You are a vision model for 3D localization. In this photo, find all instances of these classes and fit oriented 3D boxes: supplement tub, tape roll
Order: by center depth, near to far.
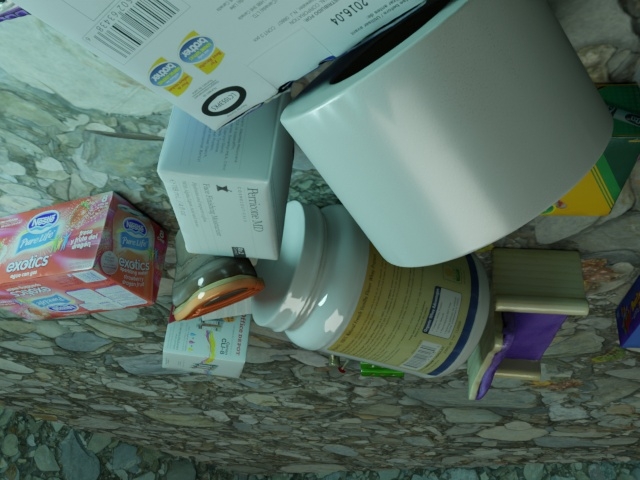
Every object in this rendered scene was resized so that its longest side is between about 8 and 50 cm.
[{"bbox_3d":[0.109,-0.116,0.588,0.246,0.246,0.169,-23,112,41],"label":"tape roll"},{"bbox_3d":[0.073,0.075,1.007,0.316,0.228,0.228,18,149,-22],"label":"supplement tub"}]

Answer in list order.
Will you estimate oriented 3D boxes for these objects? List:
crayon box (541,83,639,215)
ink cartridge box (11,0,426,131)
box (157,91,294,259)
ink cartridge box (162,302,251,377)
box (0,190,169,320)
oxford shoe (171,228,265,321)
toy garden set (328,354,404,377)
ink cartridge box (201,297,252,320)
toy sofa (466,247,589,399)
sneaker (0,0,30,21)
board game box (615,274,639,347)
[{"bbox_3d":[0.230,-0.107,0.801,0.278,0.081,0.165,1,151,8],"label":"crayon box"},{"bbox_3d":[-0.095,-0.253,0.517,0.270,0.151,0.395,-21,141,40],"label":"ink cartridge box"},{"bbox_3d":[-0.100,-0.098,0.767,0.119,0.182,0.181,4,151,3],"label":"box"},{"bbox_3d":[-0.247,0.214,1.419,0.176,0.128,0.127,10,151,-10],"label":"ink cartridge box"},{"bbox_3d":[-0.429,0.036,1.107,0.300,0.142,0.154,-10,148,26],"label":"box"},{"bbox_3d":[-0.169,0.031,0.942,0.130,0.132,0.364,-20,-176,-14],"label":"oxford shoe"},{"bbox_3d":[0.100,0.265,1.543,0.204,0.049,0.244,0,152,5],"label":"toy garden set"},{"bbox_3d":[-0.161,0.106,1.319,0.179,0.045,0.145,-10,153,-11],"label":"ink cartridge box"},{"bbox_3d":[0.365,0.172,1.191,0.150,0.177,0.362,2,150,6],"label":"toy sofa"},{"bbox_3d":[-0.276,-0.244,0.654,0.170,0.068,0.071,-7,155,20],"label":"sneaker"},{"bbox_3d":[0.730,0.117,1.130,0.347,0.078,0.233,1,151,8],"label":"board game box"}]
